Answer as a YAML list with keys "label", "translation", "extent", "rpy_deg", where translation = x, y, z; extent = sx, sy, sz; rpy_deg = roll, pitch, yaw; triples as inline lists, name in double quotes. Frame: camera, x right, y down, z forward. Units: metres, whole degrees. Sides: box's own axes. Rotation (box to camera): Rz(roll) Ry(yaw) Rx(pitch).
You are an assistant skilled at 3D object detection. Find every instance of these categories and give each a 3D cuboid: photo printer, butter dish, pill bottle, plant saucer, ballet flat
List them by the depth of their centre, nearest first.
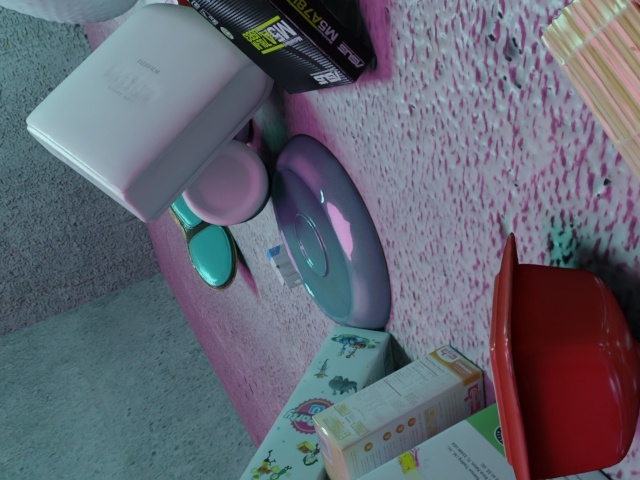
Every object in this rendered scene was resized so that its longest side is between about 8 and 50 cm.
- label: "butter dish"
  translation: [0.189, 0.089, 0.468]
  extent: [0.160, 0.118, 0.160]
  rpy_deg: [-59, -40, -59]
- label: "photo printer"
  translation: [-0.234, -0.205, 0.941]
  extent: [0.256, 0.307, 0.107]
  rpy_deg: [34, 165, 27]
- label: "plant saucer"
  translation: [0.000, 0.000, 0.971]
  extent: [0.317, 0.044, 0.317]
  rpy_deg: [54, 157, 35]
- label: "pill bottle"
  translation: [-0.146, -0.091, 1.067]
  extent: [0.229, 0.131, 0.131]
  rpy_deg: [-129, 17, -87]
- label: "ballet flat"
  translation: [-0.289, -0.015, 1.649]
  extent: [0.348, 0.123, 0.123]
  rpy_deg: [58, 159, 23]

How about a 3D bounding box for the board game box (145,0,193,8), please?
- label: "board game box"
  translation: [-0.268, -0.490, 1.102]
  extent: [0.242, 0.064, 0.316]
  rpy_deg: [32, 141, 59]

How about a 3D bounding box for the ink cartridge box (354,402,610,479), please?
- label: "ink cartridge box"
  translation: [0.131, 0.294, 0.585]
  extent: [0.201, 0.278, 0.117]
  rpy_deg: [42, 148, 52]

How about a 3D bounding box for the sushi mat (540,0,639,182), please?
- label: "sushi mat"
  translation: [0.235, -0.031, 0.337]
  extent: [0.316, 0.019, 0.151]
  rpy_deg: [62, 159, 13]

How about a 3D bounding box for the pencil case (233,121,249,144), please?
- label: "pencil case"
  translation: [-0.257, -0.185, 1.108]
  extent: [0.124, 0.273, 0.113]
  rpy_deg: [53, 151, 27]

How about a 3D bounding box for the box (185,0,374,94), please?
- label: "box"
  translation: [-0.056, -0.239, 0.713]
  extent: [0.184, 0.045, 0.191]
  rpy_deg: [41, 171, -24]

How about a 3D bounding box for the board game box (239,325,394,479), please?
- label: "board game box"
  translation: [0.015, 0.299, 0.882]
  extent: [0.097, 0.303, 0.224]
  rpy_deg: [5, 125, 24]

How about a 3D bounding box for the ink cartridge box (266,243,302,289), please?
- label: "ink cartridge box"
  translation: [-0.057, 0.048, 1.164]
  extent: [0.083, 0.048, 0.028]
  rpy_deg: [62, 160, 17]

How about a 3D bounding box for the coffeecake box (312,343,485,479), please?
- label: "coffeecake box"
  translation: [0.097, 0.226, 0.742]
  extent: [0.068, 0.185, 0.142]
  rpy_deg: [36, 144, 54]

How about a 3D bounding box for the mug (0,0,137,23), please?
- label: "mug"
  translation: [-0.474, -0.594, 1.209]
  extent: [0.276, 0.328, 0.374]
  rpy_deg: [18, 99, 18]
